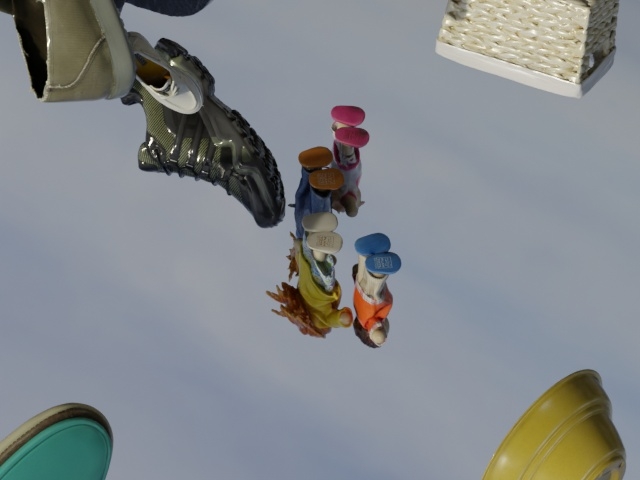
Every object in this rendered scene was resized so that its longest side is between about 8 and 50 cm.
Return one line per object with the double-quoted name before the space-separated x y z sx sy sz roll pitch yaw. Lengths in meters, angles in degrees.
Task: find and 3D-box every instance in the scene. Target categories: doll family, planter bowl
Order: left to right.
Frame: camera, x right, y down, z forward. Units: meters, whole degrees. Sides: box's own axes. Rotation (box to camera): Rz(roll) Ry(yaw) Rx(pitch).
"doll family" 0.000 0.000 1.793 0.118 0.163 0.263 -4 -128 -7
"planter bowl" 0.275 0.256 2.011 0.090 0.217 0.217 37 -167 30

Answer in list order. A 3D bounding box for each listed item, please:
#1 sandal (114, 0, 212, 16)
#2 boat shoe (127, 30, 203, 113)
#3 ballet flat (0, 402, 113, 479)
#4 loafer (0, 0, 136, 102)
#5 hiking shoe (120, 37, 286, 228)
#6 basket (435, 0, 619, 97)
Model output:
"sandal" -0.270 -0.302 1.951 0.446 0.107 0.167 14 145 44
"boat shoe" -0.133 -0.133 1.516 0.100 0.035 0.035 46 -164 -39
"ballet flat" -0.214 0.197 1.074 0.086 0.248 0.086 31 173 4
"loafer" -0.228 -0.219 1.422 0.087 0.251 0.094 -26 -174 -27
"hiking shoe" -0.127 -0.093 1.872 0.227 0.114 0.086 54 -170 4
"basket" 0.219 -0.231 1.869 0.167 0.103 0.113 21 -146 20
